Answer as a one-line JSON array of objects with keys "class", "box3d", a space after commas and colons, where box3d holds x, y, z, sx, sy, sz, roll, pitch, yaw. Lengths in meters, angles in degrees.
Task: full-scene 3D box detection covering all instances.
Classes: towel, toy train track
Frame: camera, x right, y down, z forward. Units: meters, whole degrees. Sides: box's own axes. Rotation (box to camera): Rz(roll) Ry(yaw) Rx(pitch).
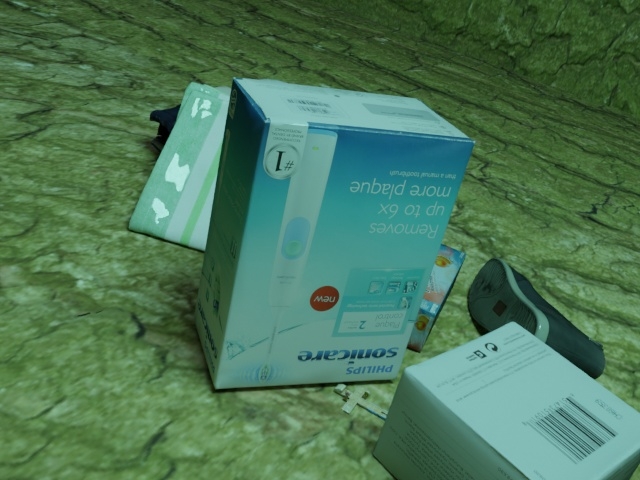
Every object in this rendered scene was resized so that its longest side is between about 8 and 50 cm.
[{"class": "towel", "box3d": [-0.067, -0.080, 0.980, 0.324, 0.038, 0.248, 16, 66, 2]}, {"class": "toy train track", "box3d": [0.054, 0.174, 0.755, 0.083, 0.014, 0.048, 26, 31, 17]}]

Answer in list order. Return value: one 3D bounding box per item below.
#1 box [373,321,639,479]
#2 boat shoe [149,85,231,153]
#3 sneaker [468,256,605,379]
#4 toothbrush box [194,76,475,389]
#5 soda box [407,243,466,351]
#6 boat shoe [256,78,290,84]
[{"class": "box", "box3d": [0.182, 0.193, 0.676, 0.180, 0.119, 0.182, -13, 39, -40]}, {"class": "boat shoe", "box3d": [-0.126, -0.124, 1.101, 0.158, 0.127, 0.340, -27, 46, -34]}, {"class": "sneaker", "box3d": [0.277, 0.107, 0.933, 0.118, 0.083, 0.222, 28, 19, -16]}, {"class": "toothbrush box", "box3d": [0.000, 0.000, 0.741, 0.216, 0.296, 0.126, 3, 30, -23]}, {"class": "soda box", "box3d": [0.137, 0.067, 0.928, 0.058, 0.063, 0.183, 23, 30, 12]}, {"class": "boat shoe", "box3d": [-0.019, -0.171, 1.198, 0.267, 0.096, 0.088, 35, 34, -18]}]
